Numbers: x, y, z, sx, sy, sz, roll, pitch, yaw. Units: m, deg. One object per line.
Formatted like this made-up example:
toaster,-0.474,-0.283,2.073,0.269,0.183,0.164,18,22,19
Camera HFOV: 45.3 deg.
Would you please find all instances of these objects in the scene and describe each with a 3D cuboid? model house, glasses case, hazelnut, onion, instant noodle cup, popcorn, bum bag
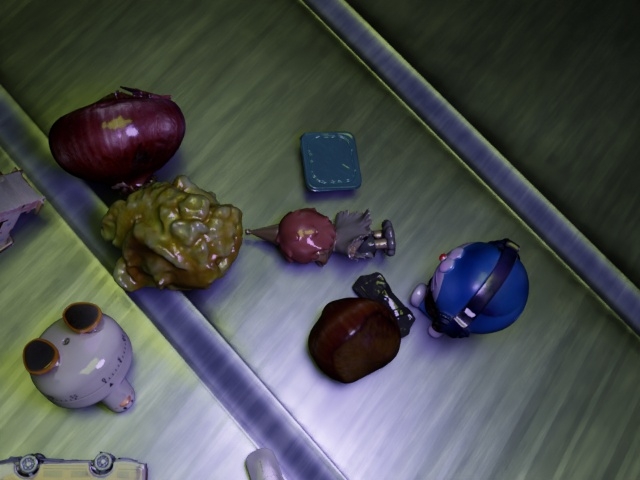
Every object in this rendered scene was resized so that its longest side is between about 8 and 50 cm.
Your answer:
model house,-0.864,-0.036,1.841,0.169,0.244,0.326,46,36,8
glasses case,-0.117,0.582,1.793,0.074,0.049,0.193,-17,74,-15
hazelnut,0.085,0.232,1.891,0.229,0.229,0.229,3,69,-8
onion,-0.492,-0.227,1.915,0.347,0.347,0.285,-19,99,-15
instant noodle cup,0.024,-0.208,2.112,0.157,0.070,0.179,-4,69,-12
popcorn,-0.345,-0.012,1.870,0.279,0.335,0.274,7,79,-47
bum bag,0.168,0.168,2.002,0.087,0.049,0.197,-39,79,4

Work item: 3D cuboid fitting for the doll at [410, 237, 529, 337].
doll,0.380,0.124,1.909,0.240,0.310,0.284,37,68,4

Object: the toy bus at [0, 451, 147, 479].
toy bus,-0.562,0.544,1.717,0.342,0.097,0.138,0,76,-10

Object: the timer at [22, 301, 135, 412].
timer,-0.547,0.287,1.788,0.233,0.240,0.233,-10,48,11

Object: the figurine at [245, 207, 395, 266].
figurine,0.000,0.000,1.990,0.387,0.166,0.207,-3,36,-8
